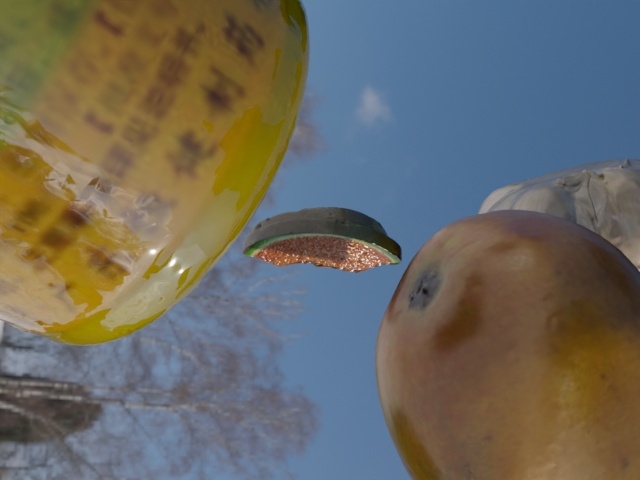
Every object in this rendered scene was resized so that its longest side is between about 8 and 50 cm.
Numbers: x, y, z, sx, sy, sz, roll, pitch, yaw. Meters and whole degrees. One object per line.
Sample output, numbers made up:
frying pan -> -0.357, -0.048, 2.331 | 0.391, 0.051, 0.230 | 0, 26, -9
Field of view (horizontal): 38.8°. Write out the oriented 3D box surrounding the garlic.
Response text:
garlic -> 0.247, 0.006, 0.834 | 0.228, 0.228, 0.152 | -1, -81, 66

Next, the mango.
mango -> 0.163, 0.128, 0.643 | 0.317, 0.211, 0.173 | 58, -18, -15

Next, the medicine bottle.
medicine bottle -> -0.205, -0.126, 0.365 | 0.224, 0.384, 0.224 | -31, -138, 33

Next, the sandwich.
sandwich -> 0.002, -0.001, 0.757 | 0.067, 0.135, 0.029 | 93, 0, -59
